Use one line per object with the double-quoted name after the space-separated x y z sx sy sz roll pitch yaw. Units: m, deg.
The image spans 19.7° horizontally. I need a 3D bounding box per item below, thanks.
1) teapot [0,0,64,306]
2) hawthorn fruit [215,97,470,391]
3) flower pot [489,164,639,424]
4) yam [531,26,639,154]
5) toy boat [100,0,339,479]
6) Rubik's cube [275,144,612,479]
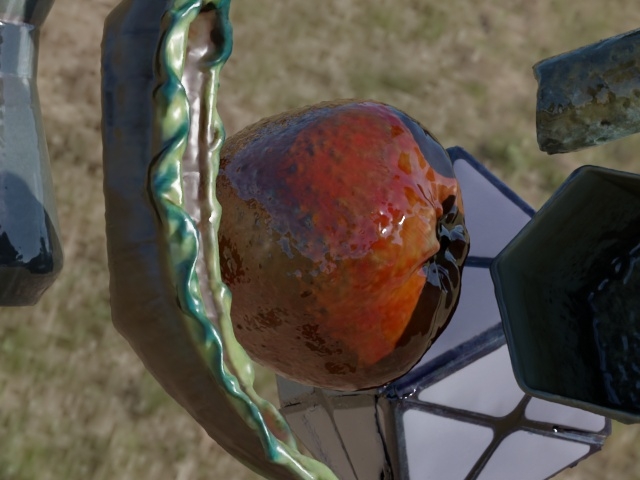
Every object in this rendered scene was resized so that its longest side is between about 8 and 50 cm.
-0.397 -0.110 1.897 0.253 0.344 0.300 4 0 33 "teapot"
0.000 0.000 1.694 0.275 0.275 0.300 -8 11 -44 "hawthorn fruit"
0.291 0.060 1.626 0.239 0.209 0.189 13 -4 34 "flower pot"
0.305 -0.148 1.587 0.259 0.093 0.093 -17 26 11 "yam"
-0.060 -0.002 0.927 0.099 0.293 0.108 -11 -12 3 "toy boat"
0.123 0.124 2.104 0.310 0.307 0.305 -27 46 -20 "Rubik's cube"
